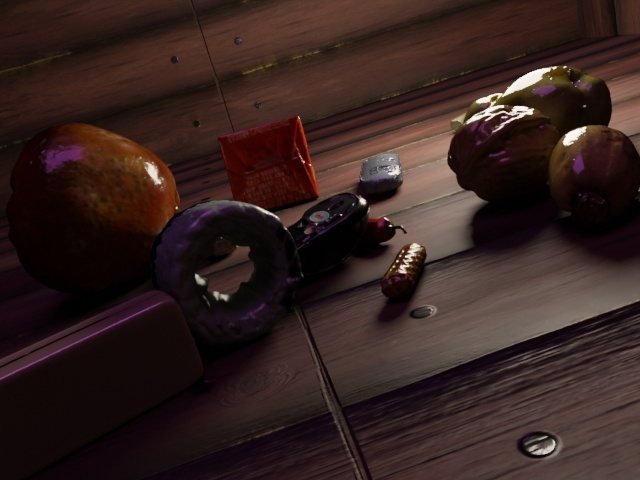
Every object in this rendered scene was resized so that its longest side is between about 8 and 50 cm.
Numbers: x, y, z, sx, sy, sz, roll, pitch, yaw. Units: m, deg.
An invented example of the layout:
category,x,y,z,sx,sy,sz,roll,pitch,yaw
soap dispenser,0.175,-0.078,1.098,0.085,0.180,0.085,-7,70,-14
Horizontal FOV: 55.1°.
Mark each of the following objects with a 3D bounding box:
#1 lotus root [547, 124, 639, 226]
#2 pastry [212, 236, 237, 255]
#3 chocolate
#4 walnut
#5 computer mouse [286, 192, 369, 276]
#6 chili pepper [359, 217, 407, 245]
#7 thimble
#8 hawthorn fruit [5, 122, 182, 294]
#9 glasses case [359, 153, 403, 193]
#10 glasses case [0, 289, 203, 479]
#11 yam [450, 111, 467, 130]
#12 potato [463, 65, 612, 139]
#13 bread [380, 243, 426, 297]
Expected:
category,x,y,z,sx,sy,sz,roll,pitch,yaw
lotus root,0.473,-0.114,1.050,0.154,0.140,0.257,27,39,3
pastry,-0.264,-0.028,1.505,0.112,0.102,0.265,-15,18,-20
chocolate,-0.140,-0.206,1.723,0.238,0.234,0.108,-15,7,6
walnut,0.367,-0.174,1.228,0.245,0.198,0.198,-25,19,-26
computer mouse,0.000,0.000,1.182,0.233,0.096,0.137,-36,23,-13
chili pepper,0.099,-0.019,1.230,0.191,0.050,0.059,-8,35,49
thimble,-0.155,0.052,0.985,0.237,0.237,0.150,-24,16,-20
hawthorn fruit,-0.495,-0.067,1.414,0.403,0.402,0.403,-15,18,5
glasses case,0.162,-0.180,1.629,0.109,0.067,0.282,-11,20,10
glasses case,-0.332,0.197,0.821,0.336,0.144,0.076,-25,21,-28
yam,0.527,-0.422,2.047,0.274,0.061,0.061,-32,23,-37
potato,0.497,-0.290,1.443,0.218,0.202,0.351,-17,6,-42
bread,0.139,0.047,1.004,0.052,0.044,0.157,-15,16,26
